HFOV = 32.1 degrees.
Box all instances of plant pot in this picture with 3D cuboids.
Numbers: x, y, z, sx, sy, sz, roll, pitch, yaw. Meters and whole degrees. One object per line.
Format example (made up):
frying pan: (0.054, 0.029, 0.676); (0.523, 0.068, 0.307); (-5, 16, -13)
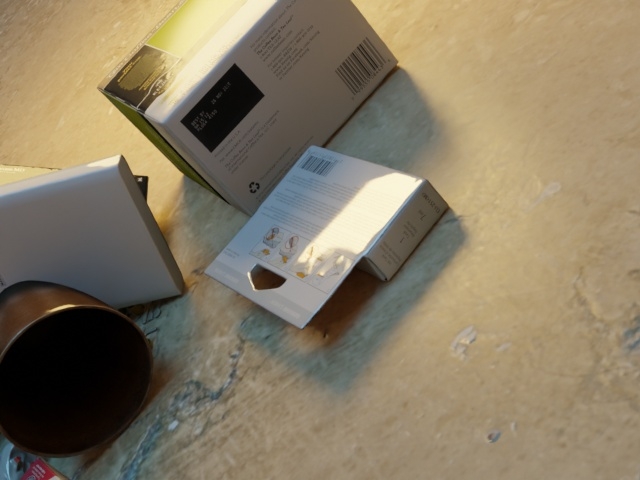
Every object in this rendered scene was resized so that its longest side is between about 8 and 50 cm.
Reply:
plant pot: (-0.371, 0.145, 1.514); (0.215, 0.215, 0.230); (-48, 36, -7)

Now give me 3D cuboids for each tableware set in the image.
tableware set: (-0.283, 0.142, 1.618); (0.104, 0.024, 0.154); (-27, 36, 25)

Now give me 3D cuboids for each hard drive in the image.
hard drive: (-0.404, 0.018, 1.607); (0.353, 0.233, 0.047); (-13, 35, 13)

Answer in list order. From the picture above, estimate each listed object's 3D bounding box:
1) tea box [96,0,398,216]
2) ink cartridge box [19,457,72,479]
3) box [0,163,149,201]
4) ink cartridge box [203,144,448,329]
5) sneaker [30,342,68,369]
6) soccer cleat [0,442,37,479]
tea box: (-0.120, -0.255, 1.717); (0.329, 0.220, 0.323); (-47, 33, -6)
ink cartridge box: (-0.320, 0.372, 1.288); (0.176, 0.127, 0.128); (-51, 33, -13)
box: (-0.405, -0.024, 1.737); (0.184, 0.261, 0.103); (-97, 14, -51)
ink cartridge box: (0.000, 0.000, 1.434); (0.239, 0.060, 0.275); (-51, 33, -10)
sneaker: (-0.450, 0.163, 1.731); (0.129, 0.111, 0.297); (-35, 37, -10)
soccer cleat: (-0.424, 0.355, 1.496); (0.076, 0.068, 0.196); (-44, 27, 29)
